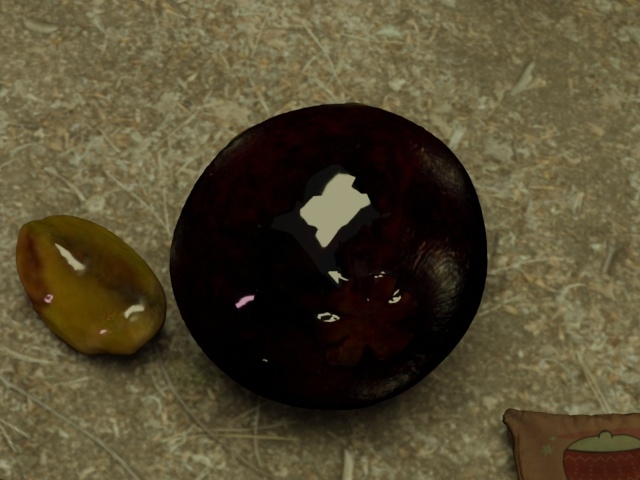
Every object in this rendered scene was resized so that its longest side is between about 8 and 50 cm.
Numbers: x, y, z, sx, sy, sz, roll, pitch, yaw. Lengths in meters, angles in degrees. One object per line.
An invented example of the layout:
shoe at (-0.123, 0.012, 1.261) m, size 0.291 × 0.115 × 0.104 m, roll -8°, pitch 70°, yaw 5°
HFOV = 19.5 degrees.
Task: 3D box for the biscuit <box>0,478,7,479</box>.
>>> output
biscuit at (-0.288, 0.377, 1.671) m, size 0.367 × 0.063 × 0.314 m, roll 25°, pitch 63°, yaw 10°

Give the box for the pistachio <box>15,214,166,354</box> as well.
pistachio at (-0.224, 0.046, 1.858) m, size 0.189 × 0.100 × 0.110 m, roll 33°, pitch 39°, yaw 24°

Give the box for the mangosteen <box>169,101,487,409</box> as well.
mangosteen at (0.000, 0.000, 1.807) m, size 0.306 × 0.307 × 0.347 m, roll -12°, pitch 30°, yaw -12°

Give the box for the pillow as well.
pillow at (0.295, 0.254, 1.780) m, size 0.236 × 0.084 × 0.223 m, roll 0°, pitch 57°, yaw -8°
